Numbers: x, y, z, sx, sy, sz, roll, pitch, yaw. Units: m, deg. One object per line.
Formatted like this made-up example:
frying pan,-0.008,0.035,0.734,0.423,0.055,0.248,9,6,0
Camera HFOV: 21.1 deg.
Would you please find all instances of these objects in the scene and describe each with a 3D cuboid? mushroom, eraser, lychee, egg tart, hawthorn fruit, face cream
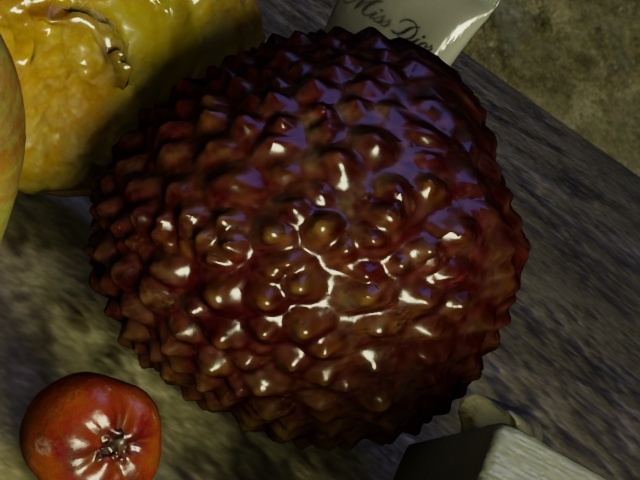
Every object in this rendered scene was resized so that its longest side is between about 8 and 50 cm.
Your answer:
mushroom,0.121,0.133,1.162,0.059,0.054,0.202,20,-7,9
eraser,0.115,0.175,1.068,0.111,0.077,0.352,32,-11,-1
lychee,0.000,0.000,1.200,0.330,0.306,0.306,2,26,-18
egg tart,-0.219,-0.157,1.273,0.352,0.339,0.153,34,32,-15
hawthorn fruit,-0.138,0.115,1.004,0.081,0.081,0.093,21,-10,-30
face cream,0.036,-0.133,1.590,0.143,0.314,0.089,33,18,12

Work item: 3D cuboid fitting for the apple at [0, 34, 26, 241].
apple,-0.294,-0.055,0.910,0.264,0.264,0.264,28,17,-9
